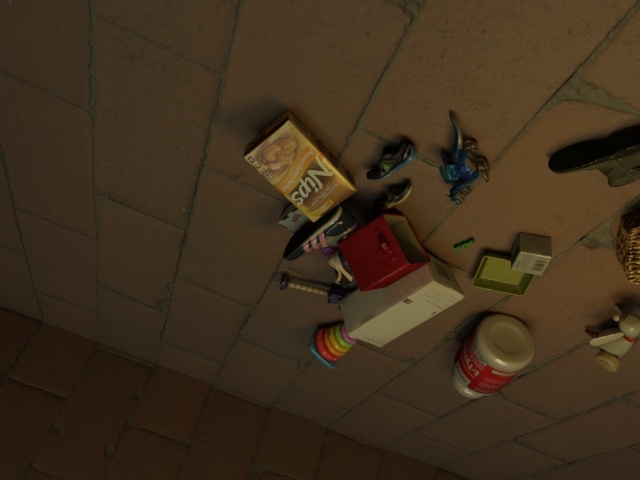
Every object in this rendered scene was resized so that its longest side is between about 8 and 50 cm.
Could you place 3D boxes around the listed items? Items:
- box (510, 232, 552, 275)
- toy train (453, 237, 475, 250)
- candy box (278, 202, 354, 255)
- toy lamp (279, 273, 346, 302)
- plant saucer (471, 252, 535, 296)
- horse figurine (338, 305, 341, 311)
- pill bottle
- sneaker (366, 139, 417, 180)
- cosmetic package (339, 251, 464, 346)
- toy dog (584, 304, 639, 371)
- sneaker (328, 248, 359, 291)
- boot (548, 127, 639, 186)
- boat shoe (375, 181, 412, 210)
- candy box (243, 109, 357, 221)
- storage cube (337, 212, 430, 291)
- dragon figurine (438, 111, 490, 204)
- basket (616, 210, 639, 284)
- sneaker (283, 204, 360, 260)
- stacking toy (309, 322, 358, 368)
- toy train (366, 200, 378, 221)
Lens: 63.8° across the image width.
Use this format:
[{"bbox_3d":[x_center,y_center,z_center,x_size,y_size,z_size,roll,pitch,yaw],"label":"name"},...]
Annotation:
[{"bbox_3d":[0.680,0.044,1.663,0.102,0.087,0.101,12,142,8],"label":"box"},{"bbox_3d":[0.492,0.013,1.756,0.024,0.017,0.083,28,142,-30],"label":"toy train"},{"bbox_3d":[-0.008,-0.057,1.815,0.234,0.071,0.159,35,137,-22],"label":"candy box"},{"bbox_3d":[-0.030,0.205,2.149,0.275,0.080,0.080,14,142,8],"label":"toy lamp"},{"bbox_3d":[0.642,0.111,1.797,0.189,0.045,0.188,11,142,8],"label":"plant saucer"},{"bbox_3d":[0.157,0.285,2.124,0.175,0.066,0.263,-30,145,29],"label":"horse figurine"},{"bbox_3d":[0.682,0.491,2.103,0.229,0.228,0.407,15,142,3],"label":"pill bottle"},{"bbox_3d":[0.205,-0.238,1.529,0.078,0.067,0.188,51,137,-7],"label":"sneaker"},{"bbox_3d":[0.282,0.214,1.848,0.385,0.156,0.217,-40,136,26],"label":"cosmetic package"},{"bbox_3d":[1.031,0.320,1.820,0.161,0.220,0.333,34,144,33],"label":"toy dog"},{"bbox_3d":[0.124,0.119,1.915,0.128,0.126,0.321,-11,144,16],"label":"sneaker"},{"bbox_3d":[0.751,-0.190,1.359,0.247,0.083,0.161,-14,138,36],"label":"boot"},{"bbox_3d":[0.230,-0.143,1.631,0.049,0.056,0.152,27,142,-21],"label":"boat shoe"},{"bbox_3d":[-0.058,-0.221,1.575,0.183,0.087,0.316,-36,120,21],"label":"candy box"},{"bbox_3d":[0.206,0.039,1.674,0.193,0.183,0.215,-35,163,29],"label":"storage cube"},{"bbox_3d":[0.384,-0.215,1.458,0.144,0.085,0.289,-17,133,35],"label":"dragon figurine"},{"bbox_3d":[1.022,-0.006,1.468,0.300,0.223,0.213,-2,105,24],"label":"basket"},{"bbox_3d":[0.000,0.000,1.734,0.131,0.112,0.319,32,136,-24],"label":"sneaker"},{"bbox_3d":[0.108,0.435,2.342,0.175,0.165,0.302,44,125,-13],"label":"stacking toy"},{"bbox_3d":[0.178,-0.079,1.756,0.036,0.027,0.158,16,144,19],"label":"toy train"}]
